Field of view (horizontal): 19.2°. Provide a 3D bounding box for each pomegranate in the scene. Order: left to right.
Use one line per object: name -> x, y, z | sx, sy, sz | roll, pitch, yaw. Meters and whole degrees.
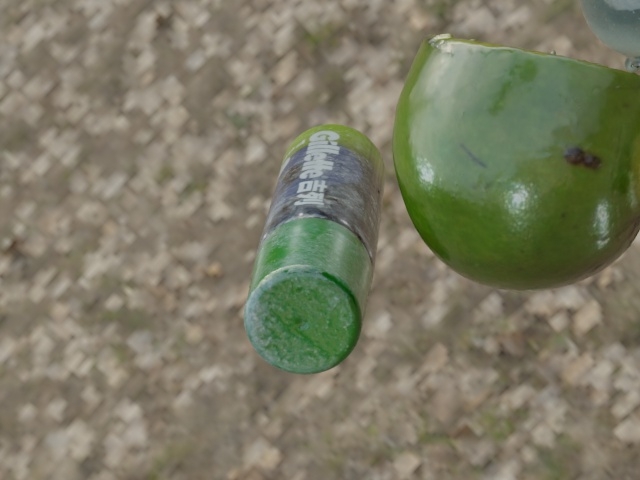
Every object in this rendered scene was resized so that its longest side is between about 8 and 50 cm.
pomegranate -> 0.163, -0.042, 1.244 | 0.190, 0.241, 0.159 | -138, 56, -81

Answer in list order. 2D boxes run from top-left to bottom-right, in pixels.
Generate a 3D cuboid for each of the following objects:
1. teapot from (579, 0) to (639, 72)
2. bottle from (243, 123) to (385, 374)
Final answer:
teapot -> 0.310, -0.199, 1.556 | 0.294, 0.193, 0.129 | -148, 59, -77
bottle -> 0.000, 0.000, 1.495 | 0.093, 0.093, 0.330 | -31, 16, 15
